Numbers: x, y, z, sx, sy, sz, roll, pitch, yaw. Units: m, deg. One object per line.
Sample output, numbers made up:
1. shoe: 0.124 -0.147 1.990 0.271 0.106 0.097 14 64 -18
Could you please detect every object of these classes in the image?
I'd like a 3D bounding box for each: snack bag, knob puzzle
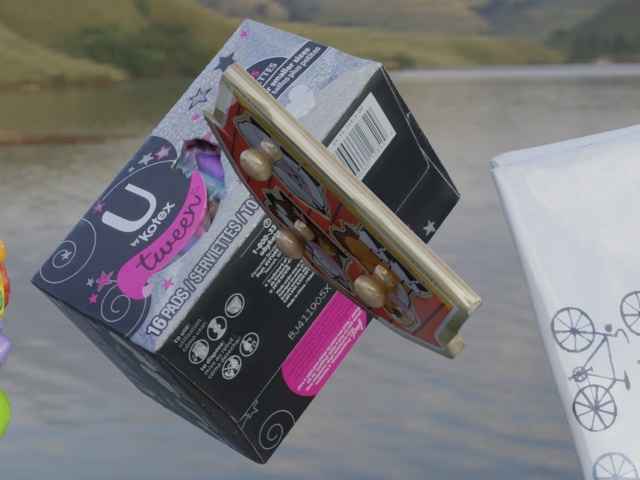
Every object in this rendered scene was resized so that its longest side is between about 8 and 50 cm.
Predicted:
1. snack bag: 0.321 0.051 1.120 0.342 0.323 0.037 -13 -15 -5
2. knob puzzle: 0.000 0.000 0.867 0.030 0.213 0.213 -45 19 -12

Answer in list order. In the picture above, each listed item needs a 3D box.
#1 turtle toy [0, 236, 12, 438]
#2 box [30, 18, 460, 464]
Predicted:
1. turtle toy: -0.160 0.036 0.653 0.066 0.130 0.095 -9 17 -34
2. box: -0.049 -0.004 1.113 0.142 0.247 0.163 23 -21 40
